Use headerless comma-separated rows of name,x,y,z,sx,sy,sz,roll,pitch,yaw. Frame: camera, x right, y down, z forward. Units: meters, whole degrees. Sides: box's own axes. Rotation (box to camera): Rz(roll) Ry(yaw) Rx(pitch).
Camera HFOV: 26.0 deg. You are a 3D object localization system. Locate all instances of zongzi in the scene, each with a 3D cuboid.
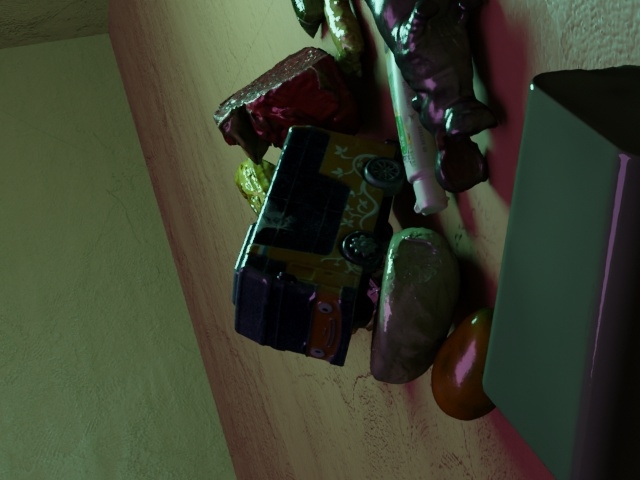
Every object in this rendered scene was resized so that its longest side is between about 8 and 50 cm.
zongzi,-0.024,-0.396,2.246,0.119,0.055,0.109,98,160,-78

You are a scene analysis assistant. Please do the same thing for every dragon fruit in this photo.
dragon fruit,-0.048,-0.186,2.153,0.152,0.205,0.317,59,-179,-13

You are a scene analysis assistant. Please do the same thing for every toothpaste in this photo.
toothpaste,0.122,-0.189,1.880,0.058,0.056,0.314,-24,70,33

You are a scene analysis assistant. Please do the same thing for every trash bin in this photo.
trash bin,0.277,0.032,1.286,0.223,0.158,0.344,-128,36,-57

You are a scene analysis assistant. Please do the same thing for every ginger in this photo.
ginger,0.030,-0.359,2.075,0.193,0.052,0.176,82,-179,-60

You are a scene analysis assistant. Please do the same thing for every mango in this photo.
mango,0.196,0.163,1.778,0.163,0.089,0.111,116,143,-53

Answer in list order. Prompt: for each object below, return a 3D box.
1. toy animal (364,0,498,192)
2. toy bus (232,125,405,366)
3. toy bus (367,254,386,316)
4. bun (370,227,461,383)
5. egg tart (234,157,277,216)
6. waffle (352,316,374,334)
toy animal,0.137,-0.234,1.686,0.168,0.106,0.343,134,120,-71
toy bus,0.000,0.000,1.956,0.162,0.194,0.323,99,-173,-48
toy bus,0.046,0.089,2.163,0.090,0.063,0.203,51,138,-2
bun,0.130,0.091,1.866,0.221,0.108,0.221,10,-90,-89
egg tart,-0.045,-0.030,2.463,0.297,0.132,0.297,156,90,-83
waffle,0.012,0.039,2.249,0.245,0.052,0.254,-10,103,48
